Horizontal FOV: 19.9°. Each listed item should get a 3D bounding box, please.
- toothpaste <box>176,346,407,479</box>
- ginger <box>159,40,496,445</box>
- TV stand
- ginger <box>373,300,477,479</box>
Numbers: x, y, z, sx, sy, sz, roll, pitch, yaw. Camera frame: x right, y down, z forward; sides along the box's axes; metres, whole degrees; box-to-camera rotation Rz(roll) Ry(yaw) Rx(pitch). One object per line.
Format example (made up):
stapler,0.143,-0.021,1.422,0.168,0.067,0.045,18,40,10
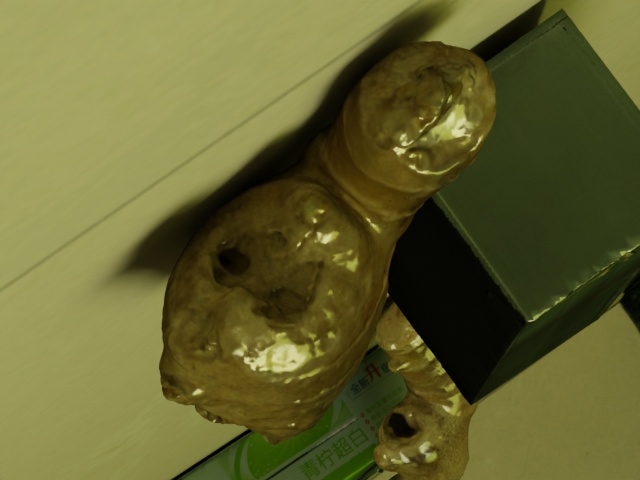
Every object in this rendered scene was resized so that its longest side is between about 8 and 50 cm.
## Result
toothpaste,-0.076,0.183,1.161,0.336,0.067,0.081,-32,166,-23
ginger,-0.006,0.003,0.578,0.096,0.067,0.165,-27,154,-42
TV stand,0.076,-0.001,0.746,0.083,0.088,0.269,-34,170,-6
ginger,0.060,0.137,1.121,0.089,0.075,0.288,-49,152,-43
